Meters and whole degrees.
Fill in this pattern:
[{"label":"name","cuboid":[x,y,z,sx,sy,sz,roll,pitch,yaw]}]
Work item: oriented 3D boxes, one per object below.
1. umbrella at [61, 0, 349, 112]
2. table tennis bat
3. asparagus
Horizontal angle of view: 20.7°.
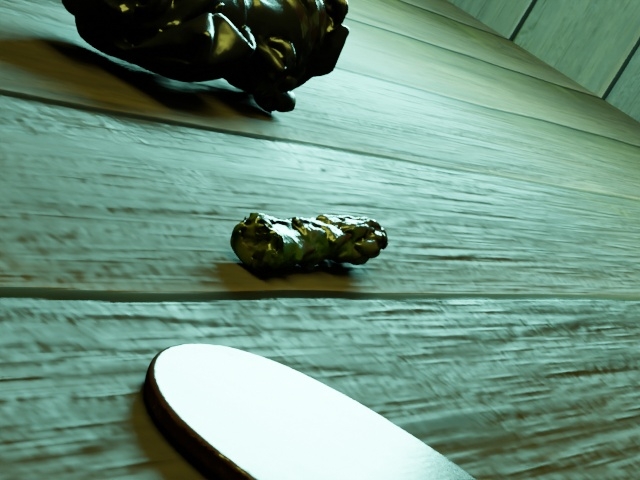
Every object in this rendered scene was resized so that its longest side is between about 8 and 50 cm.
[{"label":"umbrella","cuboid":[-0.078,-0.155,1.219,0.272,0.110,0.122,5,63,-60]},{"label":"table tennis bat","cuboid":[0.051,0.115,0.681,0.274,0.021,0.154,32,13,12]},{"label":"asparagus","cuboid":[0.000,0.001,0.970,0.036,0.030,0.165,10,5,27]}]
